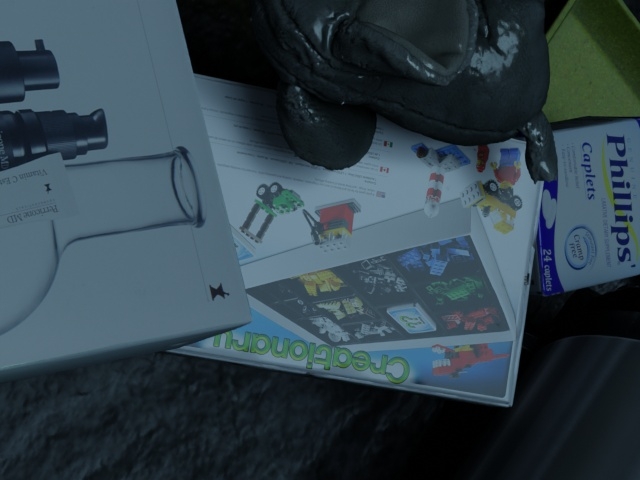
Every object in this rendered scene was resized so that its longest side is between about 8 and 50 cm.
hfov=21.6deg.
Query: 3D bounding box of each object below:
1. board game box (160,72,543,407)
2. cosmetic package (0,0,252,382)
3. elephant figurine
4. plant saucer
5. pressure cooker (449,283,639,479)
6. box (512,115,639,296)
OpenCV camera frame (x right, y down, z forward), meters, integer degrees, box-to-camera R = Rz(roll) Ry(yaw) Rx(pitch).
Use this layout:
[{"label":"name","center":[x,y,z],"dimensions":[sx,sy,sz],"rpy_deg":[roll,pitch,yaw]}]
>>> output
[{"label":"board game box","center":[0.000,0.000,1.178],"dimensions":[0.305,0.053,0.192],"rpy_deg":[11,83,-14]},{"label":"cosmetic package","center":[-0.218,-0.102,1.006],"dimensions":[0.284,0.097,0.377],"rpy_deg":[-9,83,-41]},{"label":"elephant figurine","center":[0.028,-0.130,1.098],"dimensions":[0.239,0.186,0.169],"rpy_deg":[-14,123,-37]},{"label":"plant saucer","center":[0.224,-0.099,1.413],"dimensions":[0.188,0.045,0.188],"rpy_deg":[47,63,-26]},{"label":"pressure cooker","center":[0.278,0.240,1.247],"dimensions":[0.370,0.375,0.420],"rpy_deg":[47,64,-23]},{"label":"box","center":[0.195,-0.030,1.318],"dimensions":[0.137,0.072,0.126],"rpy_deg":[-12,98,-35]}]
